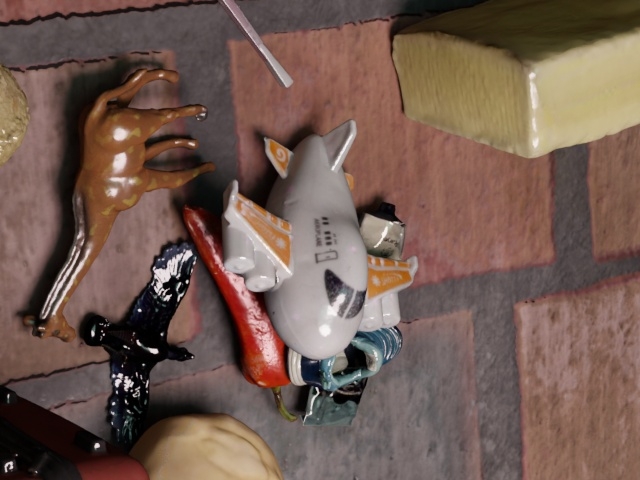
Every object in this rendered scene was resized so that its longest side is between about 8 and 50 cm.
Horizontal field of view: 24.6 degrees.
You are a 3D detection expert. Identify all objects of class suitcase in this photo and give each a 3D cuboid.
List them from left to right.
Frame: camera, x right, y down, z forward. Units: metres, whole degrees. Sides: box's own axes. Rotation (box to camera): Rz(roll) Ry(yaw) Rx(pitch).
[{"bbox_3d":[-0.271,0.266,1.275,0.161,0.297,0.236,-8,104,-37],"label":"suitcase"}]

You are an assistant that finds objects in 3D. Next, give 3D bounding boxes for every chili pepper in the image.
[{"bbox_3d":[-0.069,0.074,1.488,0.071,0.063,0.272,-52,127,-51],"label":"chili pepper"}]

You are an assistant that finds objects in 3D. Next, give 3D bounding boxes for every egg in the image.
[{"bbox_3d":[-0.317,-0.109,1.283,0.118,0.116,0.140,51,44,-5],"label":"egg"}]

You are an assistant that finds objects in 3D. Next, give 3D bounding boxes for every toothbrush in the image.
[{"bbox_3d":[-0.088,-0.226,1.451,0.017,0.014,0.194,-48,119,-14],"label":"toothbrush"}]

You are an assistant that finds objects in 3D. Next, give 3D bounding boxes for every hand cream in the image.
[{"bbox_3d":[0.037,0.078,1.564,0.075,0.052,0.247,15,95,-26],"label":"hand cream"}]

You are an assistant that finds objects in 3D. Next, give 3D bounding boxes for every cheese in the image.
[{"bbox_3d":[0.249,-0.189,1.520,0.266,0.242,0.123,-20,118,-25],"label":"cheese"}]

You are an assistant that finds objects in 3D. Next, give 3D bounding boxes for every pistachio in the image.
[{"bbox_3d":[-0.115,0.311,1.454,0.188,0.187,0.299,-11,112,-28],"label":"pistachio"}]

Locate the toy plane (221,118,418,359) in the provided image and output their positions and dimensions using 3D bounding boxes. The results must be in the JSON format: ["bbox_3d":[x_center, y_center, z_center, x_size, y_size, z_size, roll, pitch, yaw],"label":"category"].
[{"bbox_3d":[0.000,0.000,1.447,0.245,0.117,0.244,26,49,-35],"label":"toy plane"}]

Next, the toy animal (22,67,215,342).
[{"bbox_3d":[-0.200,-0.034,1.397,0.230,0.066,0.224,-33,129,-32],"label":"toy animal"}]

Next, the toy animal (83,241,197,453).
[{"bbox_3d":[-0.175,0.103,1.445,0.108,0.062,0.220,13,92,-51],"label":"toy animal"}]

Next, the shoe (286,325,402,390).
[{"bbox_3d":[0.034,0.115,1.498,0.143,0.071,0.064,-14,111,-40],"label":"shoe"}]
